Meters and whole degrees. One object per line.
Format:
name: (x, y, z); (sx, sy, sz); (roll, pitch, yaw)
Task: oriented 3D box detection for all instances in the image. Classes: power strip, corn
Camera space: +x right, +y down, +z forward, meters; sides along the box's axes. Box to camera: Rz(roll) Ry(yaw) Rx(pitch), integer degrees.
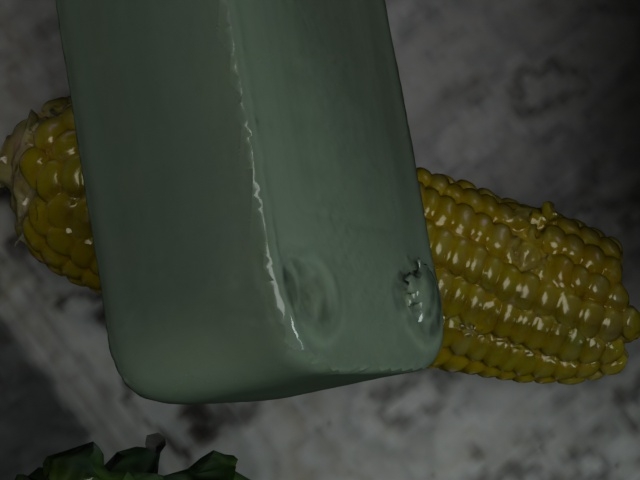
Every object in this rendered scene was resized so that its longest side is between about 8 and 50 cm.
power strip: (-0.040, -0.148, 0.458); (0.062, 0.091, 0.385); (-16, 79, 27)
corn: (0.000, 0.000, 0.521); (0.206, 0.067, 0.067); (13, 82, -8)

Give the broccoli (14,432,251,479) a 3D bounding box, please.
broccoli: (-0.043, 0.189, 0.347); (0.275, 0.397, 0.353); (23, 42, -27)
